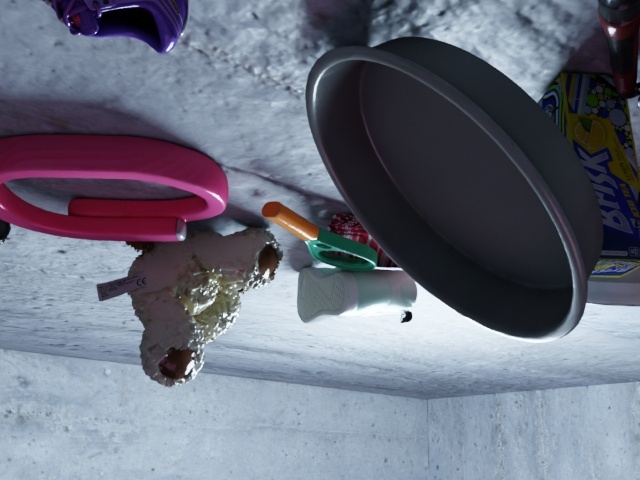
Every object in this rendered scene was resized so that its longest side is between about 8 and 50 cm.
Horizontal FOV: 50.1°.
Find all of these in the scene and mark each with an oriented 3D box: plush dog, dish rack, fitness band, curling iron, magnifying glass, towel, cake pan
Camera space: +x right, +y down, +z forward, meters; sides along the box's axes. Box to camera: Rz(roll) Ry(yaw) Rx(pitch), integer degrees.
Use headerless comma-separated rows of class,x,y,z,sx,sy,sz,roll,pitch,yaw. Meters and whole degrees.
plush dog,-0.194,0.085,1.024,0.210,0.262,0.225,31,158,19
dish rack,0.409,0.043,0.890,0.285,0.072,0.333,1,179,-9
fitness band,-0.255,-0.056,0.807,0.290,0.054,0.209,0,161,1
curling iron,0.219,-0.168,0.468,0.068,0.035,0.274,-25,149,23
magnifying glass,0.000,0.000,0.911,0.092,0.026,0.231,1,160,33
towel,0.147,0.008,0.999,0.274,0.031,0.199,3,163,2
cake pan,0.104,-0.043,0.564,0.293,0.054,0.293,43,162,18

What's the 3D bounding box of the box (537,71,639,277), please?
box,0.230,-0.055,0.582,0.059,0.169,0.054,2,161,-5

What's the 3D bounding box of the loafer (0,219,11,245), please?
loafer,-0.481,-0.048,0.796,0.084,0.096,0.267,-19,151,33

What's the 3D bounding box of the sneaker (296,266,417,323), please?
sneaker,0.057,0.091,1.117,0.151,0.094,0.256,2,177,-22

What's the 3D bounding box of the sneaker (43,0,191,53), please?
sneaker,-0.162,-0.169,0.436,0.170,0.071,0.068,13,158,-28
